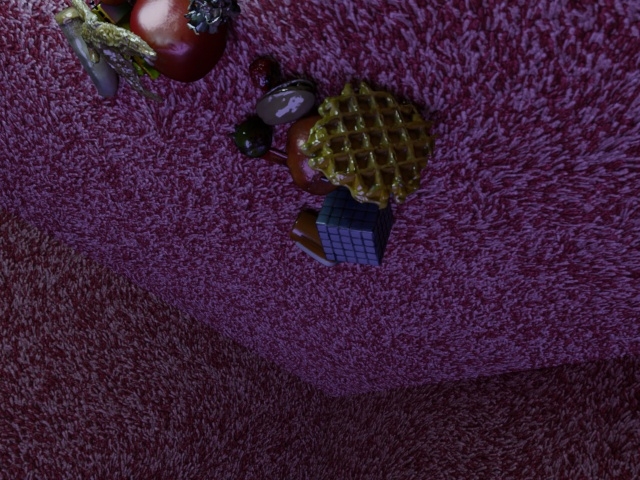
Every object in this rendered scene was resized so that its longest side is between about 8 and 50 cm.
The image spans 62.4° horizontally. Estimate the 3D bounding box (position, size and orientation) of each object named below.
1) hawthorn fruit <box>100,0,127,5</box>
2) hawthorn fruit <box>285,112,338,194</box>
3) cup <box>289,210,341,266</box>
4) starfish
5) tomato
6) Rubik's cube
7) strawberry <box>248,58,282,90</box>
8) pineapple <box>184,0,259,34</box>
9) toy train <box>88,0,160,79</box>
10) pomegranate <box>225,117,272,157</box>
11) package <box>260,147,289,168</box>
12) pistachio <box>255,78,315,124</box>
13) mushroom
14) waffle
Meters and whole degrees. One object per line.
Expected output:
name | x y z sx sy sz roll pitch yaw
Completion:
hawthorn fruit | -0.669 -0.793 1.541 0.285 0.165 0.165 24 149 19
hawthorn fruit | 0.029 -0.311 1.770 0.307 0.276 0.276 -27 130 13
cup | 0.000 0.000 2.252 0.263 0.226 0.182 27 129 1
starfish | -0.613 -0.560 1.598 0.432 0.082 0.324 37 159 14
tomato | -0.422 -0.609 1.582 0.298 0.226 0.299 11 146 7
Rubik's cube | 0.139 -0.066 2.054 0.236 0.237 0.238 6 145 19
strawberry | -0.184 -0.530 1.685 0.106 0.106 0.106 14 146 10
pineapple | -0.250 -0.651 1.367 0.262 0.263 0.271 32 136 -17
toy train | -0.615 -0.655 1.714 0.160 0.101 0.296 4 145 46
pomegranate | -0.256 -0.368 1.926 0.169 0.149 0.148 -9 137 47
package | -0.140 -0.311 2.045 0.200 0.022 0.083 22 147 1
pistachio | -0.113 -0.452 1.730 0.225 0.136 0.136 -16 133 32
mushroom | -0.808 -0.650 1.858 0.122 0.095 0.351 28 151 26
waffle | 0.154 -0.298 1.591 0.382 0.380 0.095 26 159 1
